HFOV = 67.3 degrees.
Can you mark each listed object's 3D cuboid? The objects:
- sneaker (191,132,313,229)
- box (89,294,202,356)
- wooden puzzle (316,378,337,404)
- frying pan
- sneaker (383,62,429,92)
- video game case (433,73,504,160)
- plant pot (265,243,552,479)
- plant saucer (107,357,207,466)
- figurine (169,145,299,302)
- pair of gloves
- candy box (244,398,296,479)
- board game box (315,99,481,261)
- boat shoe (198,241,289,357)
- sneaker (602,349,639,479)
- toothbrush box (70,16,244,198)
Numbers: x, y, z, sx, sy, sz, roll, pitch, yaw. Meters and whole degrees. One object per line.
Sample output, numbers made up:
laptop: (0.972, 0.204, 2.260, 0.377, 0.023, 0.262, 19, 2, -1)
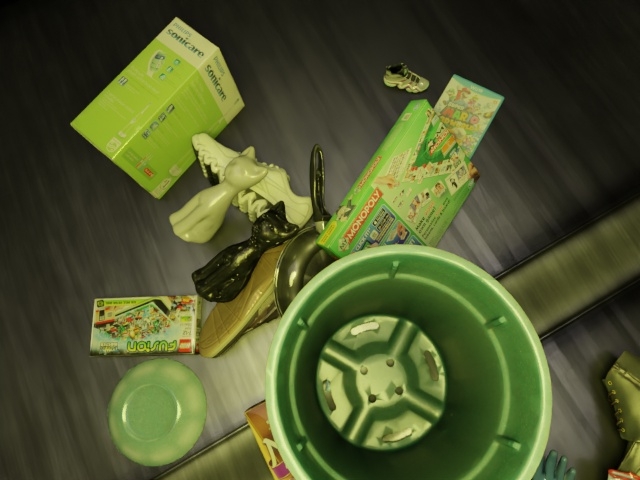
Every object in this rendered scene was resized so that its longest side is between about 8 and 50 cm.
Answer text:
sneaker: (-0.138, -0.119, 0.970, 0.292, 0.110, 0.118, 43, 75, 5)
box: (-0.337, 0.167, 0.938, 0.206, 0.036, 0.114, -3, 75, 4)
wooden puzzle: (-0.035, 0.282, 0.895, 0.116, 0.014, 0.079, -28, 75, -3)
frying pan: (0.019, 0.013, 0.879, 0.053, 0.197, 0.327, 7, 74, 46)
sneaker: (0.182, -0.347, 1.013, 0.098, 0.069, 0.038, 9, 77, 7)
video game case: (0.294, -0.257, 1.009, 0.119, 0.015, 0.166, 29, 79, 11)
plant pot: (0.109, 0.214, 0.730, 0.340, 0.334, 0.342, -1, 74, 2)
plant saucer: (-0.312, 0.319, 0.897, 0.194, 0.037, 0.195, -1, 76, 5)
figurine: (-0.150, -0.035, 0.847, 0.209, 0.092, 0.215, -40, 63, 22)
pair of gloves: (0.417, 0.430, 0.789, 0.198, 0.023, 0.160, 12, 100, 15)
candy box: (-0.044, 0.359, 0.847, 0.109, 0.053, 0.187, -28, 80, -2)
board game box: (0.154, -0.064, 0.884, 0.213, 0.046, 0.317, 41, 78, -32)
boat shoe: (-0.116, 0.116, 0.903, 0.285, 0.092, 0.103, -52, 38, 4)
sneaker: (0.523, 0.307, 0.823, 0.118, 0.083, 0.222, 29, 89, 33)
toothbrush box: (-0.305, -0.251, 0.958, 0.122, 0.206, 0.283, 39, 82, 13)
